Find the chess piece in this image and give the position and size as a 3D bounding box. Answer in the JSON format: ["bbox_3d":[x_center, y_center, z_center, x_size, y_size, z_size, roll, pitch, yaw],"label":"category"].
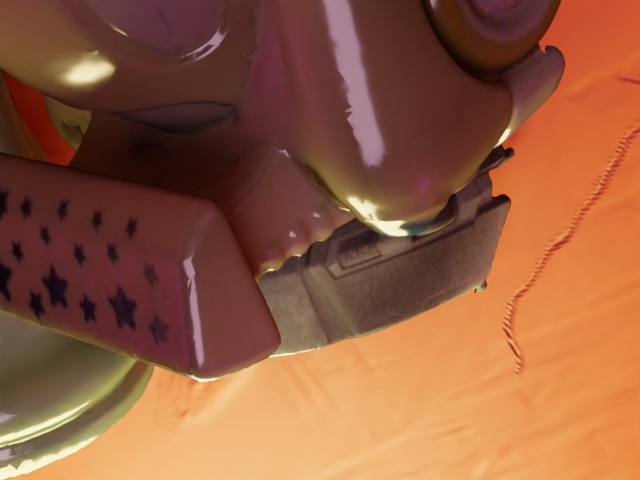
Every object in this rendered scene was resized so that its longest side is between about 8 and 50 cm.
[{"bbox_3d":[-0.183,-0.044,0.800,0.175,0.176,0.298,-3,123,10],"label":"chess piece"}]

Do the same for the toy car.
[{"bbox_3d":[-0.077,-0.146,0.638,0.242,0.226,0.336,14,138,47],"label":"toy car"}]

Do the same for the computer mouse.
[{"bbox_3d":[0.001,-0.001,0.815,0.231,0.071,0.126,-14,109,-19],"label":"computer mouse"}]
